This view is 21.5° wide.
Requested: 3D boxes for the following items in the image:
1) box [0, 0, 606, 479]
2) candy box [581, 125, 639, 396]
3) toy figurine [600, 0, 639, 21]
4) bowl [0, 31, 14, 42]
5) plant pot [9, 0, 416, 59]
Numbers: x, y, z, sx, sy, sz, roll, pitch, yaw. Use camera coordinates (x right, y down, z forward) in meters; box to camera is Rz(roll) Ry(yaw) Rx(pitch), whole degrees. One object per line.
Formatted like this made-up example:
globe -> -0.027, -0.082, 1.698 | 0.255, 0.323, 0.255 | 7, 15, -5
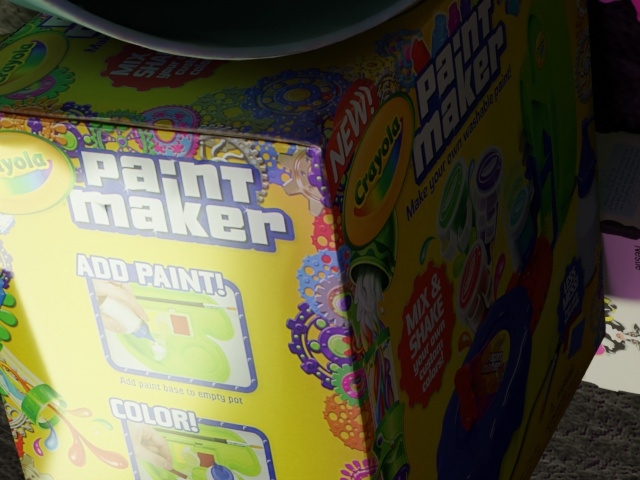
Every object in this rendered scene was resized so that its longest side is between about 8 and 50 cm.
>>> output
box -> 0.000, 0.000, 0.772 | 0.177, 0.290, 0.279 | 7, 125, 25
candy box -> 0.115, 0.003, 0.981 | 0.196, 0.070, 0.165 | 12, 146, 22
toy figurine -> 0.146, -0.146, 0.648 | 0.130, 0.159, 0.173 | 39, 150, -15
bowl -> -0.127, -0.038, 1.049 | 0.289, 0.156, 0.289 | 21, 149, 13
plant pot -> -0.089, -0.222, 0.631 | 0.235, 0.293, 0.293 | 16, 151, 55
